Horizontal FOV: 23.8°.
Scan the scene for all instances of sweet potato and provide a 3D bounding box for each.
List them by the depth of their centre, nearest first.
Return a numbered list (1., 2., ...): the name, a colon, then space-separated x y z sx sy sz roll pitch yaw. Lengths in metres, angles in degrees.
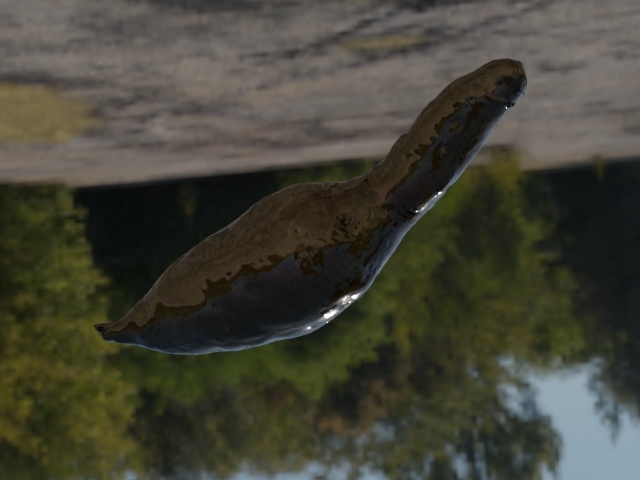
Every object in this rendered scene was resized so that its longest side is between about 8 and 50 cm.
1. sweet potato: 0.003 0.000 0.784 0.269 0.075 0.075 -34 173 16
